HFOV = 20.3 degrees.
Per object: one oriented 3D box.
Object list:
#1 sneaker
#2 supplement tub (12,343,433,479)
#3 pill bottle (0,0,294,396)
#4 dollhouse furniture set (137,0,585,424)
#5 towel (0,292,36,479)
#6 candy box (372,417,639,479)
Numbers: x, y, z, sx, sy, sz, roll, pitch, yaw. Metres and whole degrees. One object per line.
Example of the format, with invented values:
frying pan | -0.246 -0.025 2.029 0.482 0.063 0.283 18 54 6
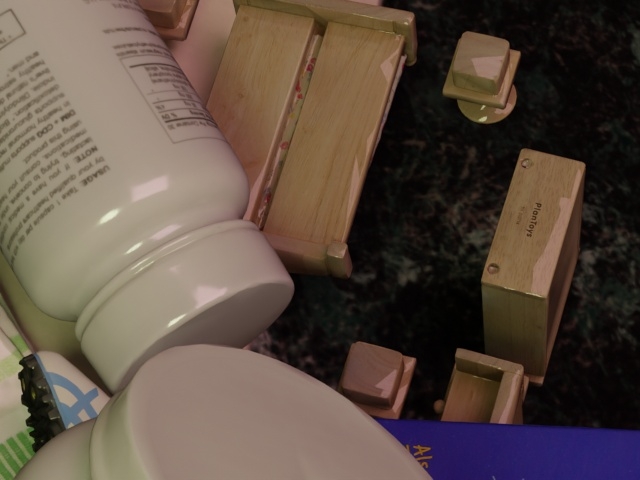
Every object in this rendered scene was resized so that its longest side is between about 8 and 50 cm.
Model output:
sneaker | -0.098 0.152 1.063 0.086 0.085 0.237 -30 63 -30
supplement tub | -0.089 0.228 0.873 0.228 0.316 0.228 29 25 -15
pill bottle | -0.146 -0.050 1.149 0.160 0.160 0.283 -21 70 -34
dollhouse furniture set | 0.000 0.000 1.293 0.355 0.174 0.303 13 69 12
towel | -0.215 0.187 1.081 0.248 0.038 0.325 -34 84 -35
candy box | 0.111 0.252 1.063 0.317 0.122 0.268 1 60 17
